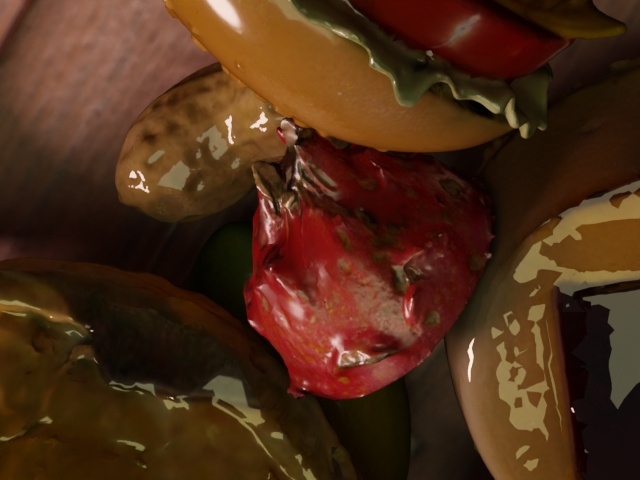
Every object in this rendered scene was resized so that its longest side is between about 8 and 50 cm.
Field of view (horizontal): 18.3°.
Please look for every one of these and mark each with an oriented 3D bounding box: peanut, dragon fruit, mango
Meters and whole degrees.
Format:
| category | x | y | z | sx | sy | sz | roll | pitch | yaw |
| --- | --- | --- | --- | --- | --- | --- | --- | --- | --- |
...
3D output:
| category | x | y | z | sx | sy | sz | roll | pitch | yaw |
| --- | --- | --- | --- | --- | --- | --- | --- | --- | --- |
| peanut | -0.033 | -0.069 | 1.100 | 0.192 | 0.089 | 0.089 | -31 | 110 | 21 |
| dragon fruit | 0.000 | 0.000 | 1.034 | 0.111 | 0.153 | 0.153 | 36 | 117 | -25 |
| mango | -0.013 | 0.100 | 1.186 | 0.137 | 0.091 | 0.237 | 3 | 118 | -1 |

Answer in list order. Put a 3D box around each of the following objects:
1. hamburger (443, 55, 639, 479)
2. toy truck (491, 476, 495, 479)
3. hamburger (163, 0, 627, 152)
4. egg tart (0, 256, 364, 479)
| category | x | y | z | sx | sy | sz | roll | pitch | yaw |
| --- | --- | --- | --- | --- | --- | --- | --- | --- | --- |
| hamburger | 0.201 | 0.042 | 1.082 | 0.302 | 0.170 | 0.302 | 2 | 114 | 5 |
| toy truck | 0.108 | 0.189 | 1.223 | 0.080 | 0.078 | 0.154 | 19 | 150 | 7 |
| hamburger | 0.025 | -0.165 | 0.943 | 0.274 | 0.274 | 0.212 | 34 | 114 | -10 |
| egg tart | -0.174 | 0.226 | 1.131 | 0.443 | 0.178 | 0.443 | 4 | 112 | 10 |
